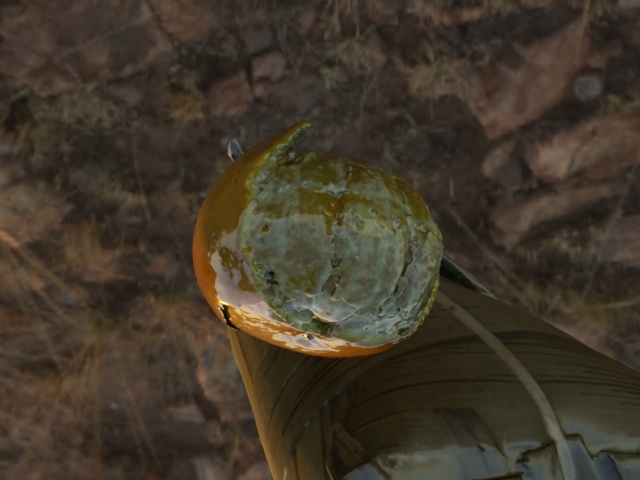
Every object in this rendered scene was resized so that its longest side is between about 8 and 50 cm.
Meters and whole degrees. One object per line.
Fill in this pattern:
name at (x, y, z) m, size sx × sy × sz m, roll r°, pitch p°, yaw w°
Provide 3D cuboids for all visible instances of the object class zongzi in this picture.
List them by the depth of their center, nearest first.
zongzi at (0.157, 0.110, 1.094) m, size 0.467 × 0.500 × 0.218 m, roll 1°, pitch 121°, yaw -19°

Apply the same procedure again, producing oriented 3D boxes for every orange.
orange at (0.000, 0.000, 0.715) m, size 0.157 × 0.134 × 0.156 m, roll -1°, pitch 160°, yaw 0°
